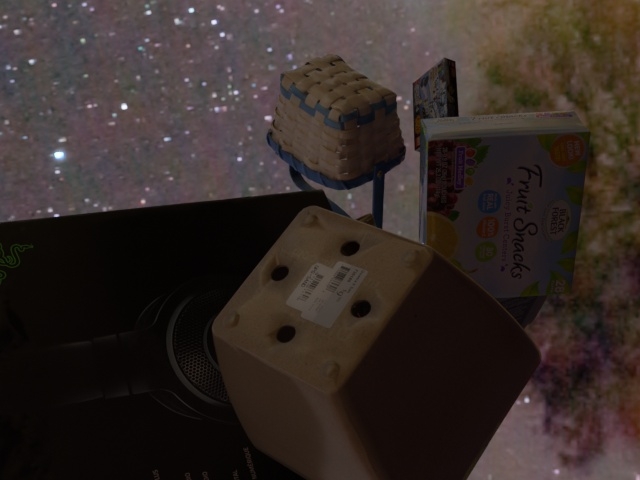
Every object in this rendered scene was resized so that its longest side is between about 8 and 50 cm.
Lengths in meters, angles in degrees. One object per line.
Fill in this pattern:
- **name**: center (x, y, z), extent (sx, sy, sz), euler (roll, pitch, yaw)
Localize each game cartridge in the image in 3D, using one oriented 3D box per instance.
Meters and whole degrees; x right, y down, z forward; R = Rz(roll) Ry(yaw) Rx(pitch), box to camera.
- **game cartridge**: center (0.330, 0.124, 1.648), extent (0.294, 0.060, 0.196), euler (-11, -42, -39)

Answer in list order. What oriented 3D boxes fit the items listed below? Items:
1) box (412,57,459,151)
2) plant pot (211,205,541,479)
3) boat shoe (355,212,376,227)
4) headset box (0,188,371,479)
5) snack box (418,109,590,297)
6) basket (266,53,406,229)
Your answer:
- **box**: center (0.194, -0.227, 1.457), extent (0.027, 0.094, 0.137), euler (14, -116, -28)
- **plant pot**: center (0.016, 0.048, 0.383), extent (0.109, 0.109, 0.096), euler (-52, -42, -19)
- **boat shoe**: center (0.000, 0.000, 1.147), extent (0.056, 0.153, 0.048), euler (-61, -40, -73)
- **headset box**: center (-0.104, 0.108, 0.564), extent (0.131, 0.283, 0.246), euler (112, 145, -50)
- **snack box**: center (0.200, -0.036, 0.972), extent (0.070, 0.175, 0.207), euler (-94, 2, -59)
- **basket**: center (0.031, -0.162, 1.546), extent (0.201, 0.255, 0.289), euler (-24, -41, -33)
